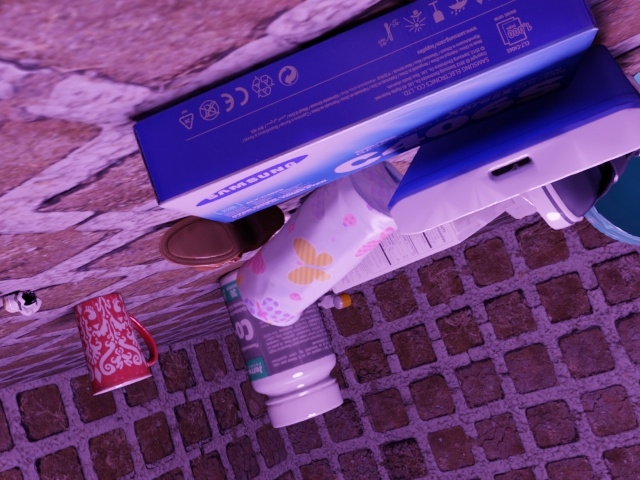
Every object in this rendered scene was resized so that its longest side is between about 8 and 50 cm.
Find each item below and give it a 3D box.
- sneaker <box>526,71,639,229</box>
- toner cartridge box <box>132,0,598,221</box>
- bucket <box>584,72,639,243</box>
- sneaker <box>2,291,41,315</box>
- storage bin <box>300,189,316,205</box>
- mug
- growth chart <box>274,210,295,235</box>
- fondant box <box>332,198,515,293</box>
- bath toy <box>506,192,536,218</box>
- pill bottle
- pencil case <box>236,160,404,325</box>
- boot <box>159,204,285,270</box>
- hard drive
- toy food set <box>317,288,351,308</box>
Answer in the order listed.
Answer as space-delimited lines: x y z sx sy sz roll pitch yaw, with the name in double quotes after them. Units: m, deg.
0.321 -0.131 0.871 0.127 0.126 0.321 -30 -167 35 "sneaker"
0.039 -0.115 0.610 0.348 0.075 0.165 -21 172 11 "toner cartridge box"
0.517 -0.117 1.103 0.281 0.281 0.183 -20 174 7 "bucket"
-0.434 0.092 1.078 0.037 0.031 0.083 -20 173 8 "sneaker"
0.036 -0.041 1.076 0.098 0.091 0.135 -13 171 -39 "storage bin"
-0.396 0.195 1.386 0.113 0.169 0.150 -20 173 4 "mug"
-0.045 -0.028 1.240 0.172 0.021 0.237 -25 171 32 "growth chart"
0.185 -0.020 1.438 0.330 0.096 0.238 -25 -178 43 "fondant box"
0.496 -0.143 1.411 0.348 0.151 0.129 -30 -158 56 "bath toy"
-0.085 0.227 1.663 0.204 0.360 0.204 -19 172 -3 "pill bottle"
0.000 0.000 0.958 0.273 0.113 0.124 -46 -167 33 "pencil case"
-0.158 0.013 1.037 0.197 0.072 0.152 -15 171 -35 "boot"
0.192 -0.112 0.709 0.210 0.040 0.318 -22 -166 23 "hard drive"
-0.024 0.133 2.037 0.105 0.111 0.232 -14 -158 -32 "toy food set"
